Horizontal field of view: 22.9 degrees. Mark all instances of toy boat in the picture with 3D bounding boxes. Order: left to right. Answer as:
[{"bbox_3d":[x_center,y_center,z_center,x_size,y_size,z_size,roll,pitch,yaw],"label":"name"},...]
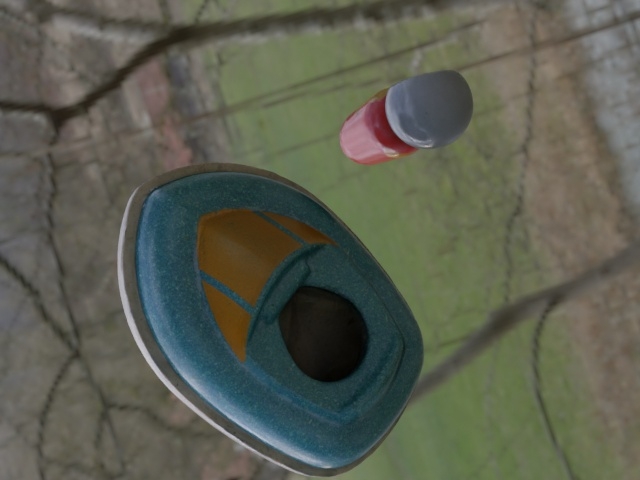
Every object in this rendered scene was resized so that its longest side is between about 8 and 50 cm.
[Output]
[{"bbox_3d":[0.000,0.000,1.188,0.267,0.318,0.148,39,156,-15],"label":"toy boat"}]
